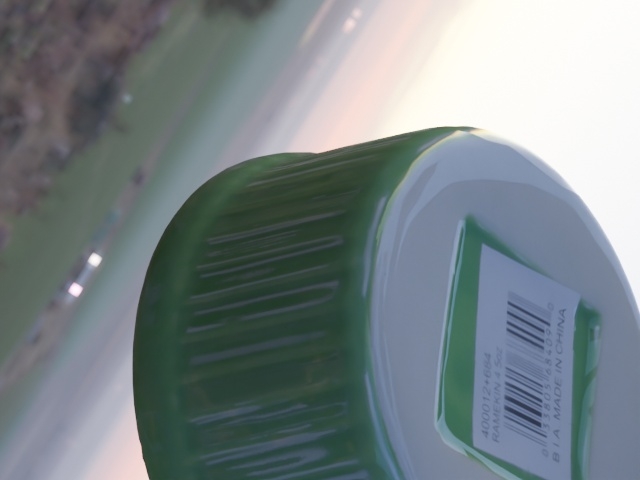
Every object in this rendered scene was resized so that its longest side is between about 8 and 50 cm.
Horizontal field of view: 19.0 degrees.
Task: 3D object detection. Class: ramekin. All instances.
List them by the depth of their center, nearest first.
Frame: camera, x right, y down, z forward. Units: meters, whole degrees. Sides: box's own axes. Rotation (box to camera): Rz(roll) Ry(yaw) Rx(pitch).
[{"bbox_3d":[0.056,0.082,1.056,0.148,0.303,0.303,-17,-150,39],"label":"ramekin"}]
